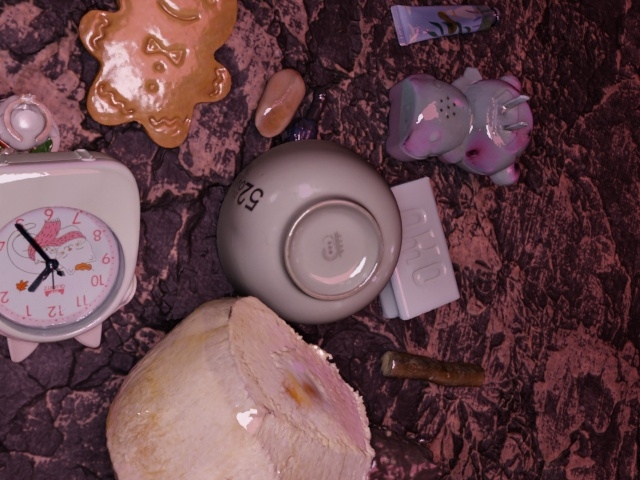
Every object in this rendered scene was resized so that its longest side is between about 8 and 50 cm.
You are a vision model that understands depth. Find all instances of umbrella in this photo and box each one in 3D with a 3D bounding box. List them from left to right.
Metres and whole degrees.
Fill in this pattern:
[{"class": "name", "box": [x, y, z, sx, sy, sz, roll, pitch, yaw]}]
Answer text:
[{"class": "umbrella", "box": [-0.035, -0.189, 1.365, 0.071, 0.071, 0.248, 34, 70, -22]}]

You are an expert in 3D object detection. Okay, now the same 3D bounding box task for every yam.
[{"class": "yam", "box": [0.242, 0.278, 1.487, 0.252, 0.061, 0.061, 13, 80, -28]}]

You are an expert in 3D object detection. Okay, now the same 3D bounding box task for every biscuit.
[{"class": "biscuit", "box": [-0.270, -0.347, 1.214, 0.275, 0.052, 0.355, 23, 91, -26]}]

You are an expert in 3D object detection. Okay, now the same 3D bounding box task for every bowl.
[{"class": "bowl", "box": [0.000, 0.000, 1.246, 0.353, 0.185, 0.354, -3, 102, -15]}]

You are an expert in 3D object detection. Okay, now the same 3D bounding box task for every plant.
[{"class": "plant", "box": [0.131, 0.460, 1.346, 0.234, 0.178, 0.204, 35, 70, -16]}]

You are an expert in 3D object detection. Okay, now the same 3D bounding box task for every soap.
[{"class": "soap", "box": [0.180, 0.015, 1.454, 0.159, 0.087, 0.266, -17, 95, -28]}]

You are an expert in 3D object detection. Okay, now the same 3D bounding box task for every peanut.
[{"class": "peanut", "box": [-0.079, -0.265, 1.344, 0.076, 0.076, 0.152, 32, 70, -23]}]

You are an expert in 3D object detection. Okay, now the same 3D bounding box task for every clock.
[{"class": "clock", "box": [-0.420, 0.028, 1.078, 0.265, 0.108, 0.324, -7, 112, -31]}]

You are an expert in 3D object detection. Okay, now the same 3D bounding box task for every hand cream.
[{"class": "hand cream", "box": [0.285, -0.491, 1.568, 0.271, 0.058, 0.091, -12, 89, -23]}]

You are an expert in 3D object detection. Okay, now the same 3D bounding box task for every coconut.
[{"class": "coconut", "box": [-0.150, 0.321, 1.094, 0.404, 0.404, 0.405, 2, 86, -28]}]

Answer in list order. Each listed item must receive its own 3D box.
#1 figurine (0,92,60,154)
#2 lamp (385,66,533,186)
[{"class": "figurine", "box": [-0.460, -0.173, 1.083, 0.132, 0.153, 0.132, 3, 84, -29]}, {"class": "lamp", "box": [0.311, -0.253, 1.462, 0.301, 0.247, 0.247, 6, 81, -20]}]
